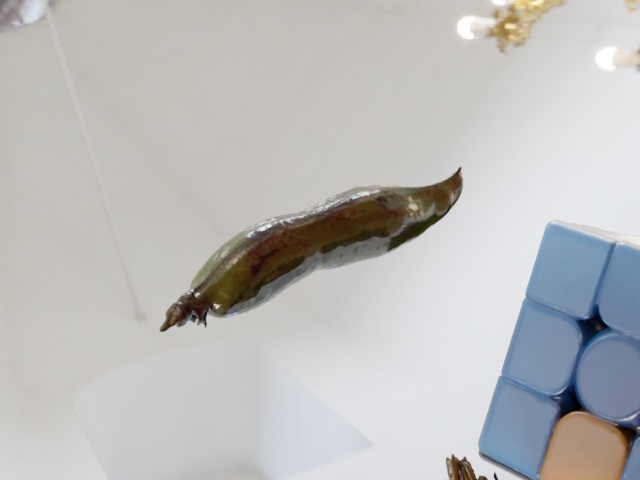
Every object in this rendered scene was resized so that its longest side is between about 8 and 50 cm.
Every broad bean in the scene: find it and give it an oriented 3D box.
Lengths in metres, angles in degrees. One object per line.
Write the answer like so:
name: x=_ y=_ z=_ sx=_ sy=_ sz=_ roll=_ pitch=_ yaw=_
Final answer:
broad bean: x=0.000 y=0.000 z=1.190 sx=0.339 sy=0.061 sz=0.077 roll=-22 pitch=-48 yaw=-24

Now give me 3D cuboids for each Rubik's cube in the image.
Rubik's cube: x=0.403 y=0.162 z=1.528 sx=0.291 sy=0.290 sz=0.291 roll=8 pitch=-80 yaw=-48

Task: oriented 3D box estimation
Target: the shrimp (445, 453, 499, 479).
shrimp: x=0.093 y=0.269 z=0.954 sx=0.133 sy=0.053 sz=0.236 roll=-6 pitch=-79 yaw=-10
